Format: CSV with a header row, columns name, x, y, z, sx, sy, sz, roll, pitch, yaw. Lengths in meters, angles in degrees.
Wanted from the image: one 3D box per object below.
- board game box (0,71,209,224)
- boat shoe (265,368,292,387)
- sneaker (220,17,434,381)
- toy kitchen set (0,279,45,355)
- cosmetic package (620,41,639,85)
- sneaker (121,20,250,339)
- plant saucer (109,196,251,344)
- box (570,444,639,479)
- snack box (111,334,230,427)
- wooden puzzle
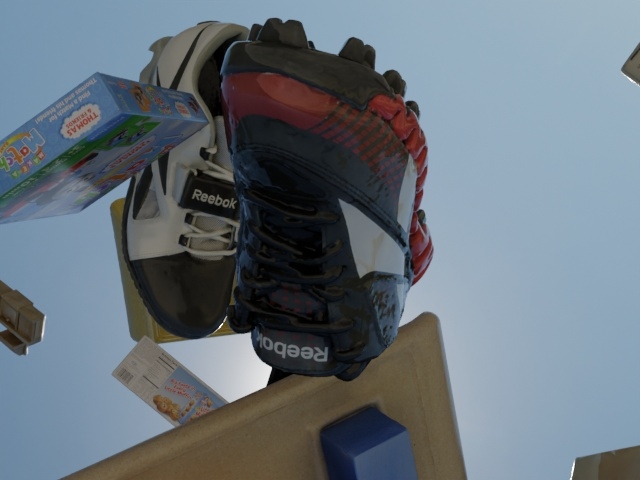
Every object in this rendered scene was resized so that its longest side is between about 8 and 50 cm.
name,x,y,z,sx,sy,sz,roll,pitch,yaw
board game box,-0.192,-0.071,0.717,0.039,0.160,0.211,58,-169,0
boat shoe,0.006,0.085,1.138,0.156,0.500,0.187,8,-163,-9
sneaker,0.000,0.000,0.479,0.098,0.276,0.135,16,-111,17
toy kitchen set,-0.337,0.093,0.890,0.083,0.068,0.075,31,-148,25
cosmetic package,0.213,-0.095,0.474,0.041,0.060,0.115,46,-157,29
sneaker,-0.117,-0.065,0.887,0.123,0.146,0.330,2,-96,-39
plant saucer,-0.207,0.066,1.638,0.333,0.332,0.081,-6,-146,-8
box,0.336,0.396,0.942,0.148,0.121,0.311,33,-124,-16
snack box,-0.168,0.196,1.078,0.178,0.022,0.064,37,-104,8
wooden puzzle,-0.004,0.257,0.623,0.348,0.322,0.080,-23,-160,-29
